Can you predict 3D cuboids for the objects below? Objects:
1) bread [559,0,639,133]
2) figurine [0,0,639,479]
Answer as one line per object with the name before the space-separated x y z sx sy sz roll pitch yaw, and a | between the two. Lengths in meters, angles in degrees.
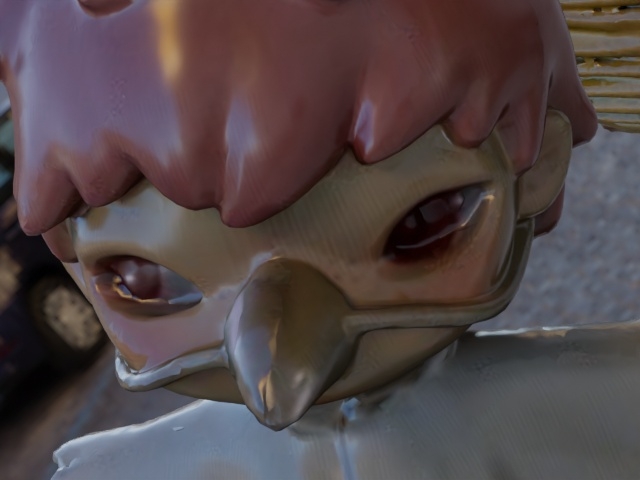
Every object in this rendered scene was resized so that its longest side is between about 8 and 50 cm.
bread | 0.166 -0.147 0.900 0.104 0.199 0.199 2 41 38
figurine | 0.000 0.000 0.487 0.207 0.386 0.166 -10 23 16
